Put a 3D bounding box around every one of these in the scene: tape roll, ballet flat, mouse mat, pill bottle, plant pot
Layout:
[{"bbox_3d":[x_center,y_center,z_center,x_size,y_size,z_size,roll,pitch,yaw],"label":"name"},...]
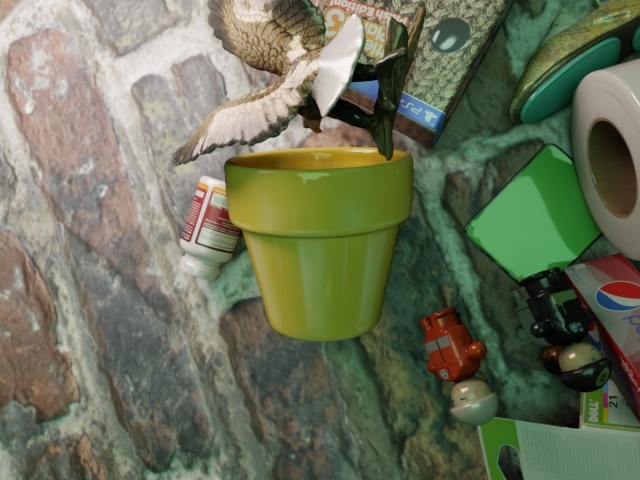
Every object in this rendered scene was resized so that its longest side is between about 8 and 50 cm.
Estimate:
[{"bbox_3d":[0.440,-0.111,0.663,0.169,0.246,0.246,-16,87,7],"label":"tape roll"},{"bbox_3d":[0.394,-0.294,0.750,0.349,0.123,0.123,-34,85,9],"label":"ballet flat"},{"bbox_3d":[0.331,-0.030,0.805,0.152,0.007,0.189,44,97,7],"label":"mouse mat"},{"bbox_3d":[-0.170,-0.019,0.851,0.086,0.086,0.151,20,93,9],"label":"pill bottle"},{"bbox_3d":[0.000,0.000,0.754,0.254,0.254,0.238,2,106,10],"label":"plant pot"}]

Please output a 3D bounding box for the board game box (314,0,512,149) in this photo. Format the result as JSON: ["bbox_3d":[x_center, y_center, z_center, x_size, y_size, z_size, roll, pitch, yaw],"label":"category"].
[{"bbox_3d":[0.131,-0.319,0.771,0.232,0.141,0.290,29,94,9],"label":"board game box"}]

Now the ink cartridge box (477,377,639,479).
[{"bbox_3d":[0.357,0.282,0.724,0.255,0.097,0.188,-3,119,30],"label":"ink cartridge box"}]

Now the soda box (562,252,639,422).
[{"bbox_3d":[0.393,0.126,0.662,0.084,0.263,0.092,-17,119,9],"label":"soda box"}]

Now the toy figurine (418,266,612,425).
[{"bbox_3d":[0.249,0.144,0.715,0.213,0.209,0.148,-23,74,8],"label":"toy figurine"}]

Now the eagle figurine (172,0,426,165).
[{"bbox_3d":[-0.047,-0.189,0.651,0.299,0.226,0.225,13,134,11],"label":"eagle figurine"}]
